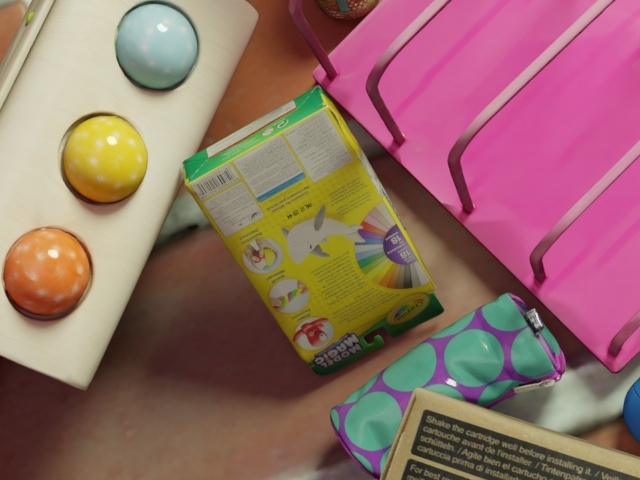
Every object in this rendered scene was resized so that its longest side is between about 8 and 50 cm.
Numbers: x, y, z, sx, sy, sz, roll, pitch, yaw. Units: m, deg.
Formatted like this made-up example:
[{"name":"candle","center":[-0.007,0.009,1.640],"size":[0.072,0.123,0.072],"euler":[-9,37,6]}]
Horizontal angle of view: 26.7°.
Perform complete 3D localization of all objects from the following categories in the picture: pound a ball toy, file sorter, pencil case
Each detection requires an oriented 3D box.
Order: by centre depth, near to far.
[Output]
[{"name":"file sorter","center":[0.149,-0.095,0.826],"size":[0.202,0.182,0.291],"euler":[-45,77,2]},{"name":"pound a ball toy","center":[-0.194,-0.048,0.849],"size":[0.208,0.135,0.319],"euler":[29,80,-27]},{"name":"pencil case","center":[0.083,0.097,0.874],"size":[0.151,0.064,0.070],"euler":[-34,56,5]}]

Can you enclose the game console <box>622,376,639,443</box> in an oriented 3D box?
[{"name":"game console","center":[0.387,0.106,0.833],"size":[0.293,0.173,0.250],"euler":[45,124,13]}]

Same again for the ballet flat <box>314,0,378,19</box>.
[{"name":"ballet flat","center":[0.013,-0.258,0.933],"size":[0.073,0.067,0.206],"euler":[-9,80,11]}]

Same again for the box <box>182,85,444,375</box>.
[{"name":"box","center":[0.000,0.000,0.878],"size":[0.105,0.043,0.179],"euler":[-28,117,6]}]

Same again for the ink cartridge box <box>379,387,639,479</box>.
[{"name":"ink cartridge box","center":[0.162,0.161,0.743],"size":[0.193,0.234,0.088],"euler":[16,84,28]}]
